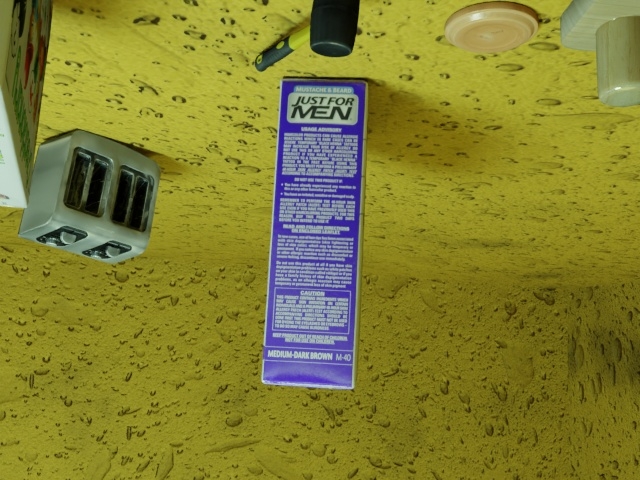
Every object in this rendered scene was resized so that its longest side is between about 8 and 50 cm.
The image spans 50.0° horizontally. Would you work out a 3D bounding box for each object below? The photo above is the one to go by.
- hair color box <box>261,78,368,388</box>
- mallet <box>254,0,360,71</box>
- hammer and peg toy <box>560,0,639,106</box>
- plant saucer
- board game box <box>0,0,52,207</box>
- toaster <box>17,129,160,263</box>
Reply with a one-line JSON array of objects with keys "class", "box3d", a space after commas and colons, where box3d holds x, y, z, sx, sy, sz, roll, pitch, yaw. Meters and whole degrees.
[{"class": "hair color box", "box3d": [0.000, 0.000, 0.822, 0.110, 0.338, 0.185, 4, 171, 4]}, {"class": "mallet", "box3d": [-0.019, -0.193, 0.627, 0.039, 0.062, 0.190, 9, -176, -26]}, {"class": "hammer and peg toy", "box3d": [0.357, -0.167, 0.380, 0.362, 0.127, 0.266, 3, 169, -2]}, {"class": "plant saucer", "box3d": [0.155, -0.191, 0.626, 0.084, 0.013, 0.083, 2, 170, 0]}, {"class": "board game box", "box3d": [-0.219, -0.145, 0.465, 0.053, 0.192, 0.305, 7, 170, -20]}, {"class": "toaster", "box3d": [-0.347, -0.069, 1.053, 0.110, 0.185, 0.168, -9, 158, 40]}]
